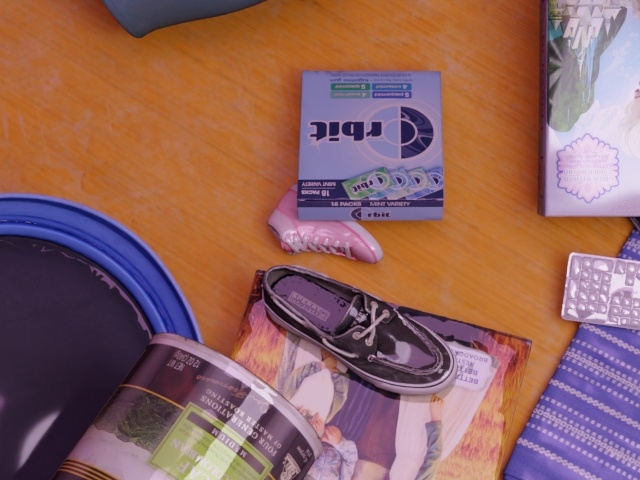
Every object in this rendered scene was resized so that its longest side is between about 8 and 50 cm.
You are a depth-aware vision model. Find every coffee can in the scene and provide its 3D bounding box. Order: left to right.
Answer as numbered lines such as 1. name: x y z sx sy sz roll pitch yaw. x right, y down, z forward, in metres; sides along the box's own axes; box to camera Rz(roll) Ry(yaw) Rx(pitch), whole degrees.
1. coffee can: -0.154 0.254 1.524 0.201 0.201 0.275 30 68 11

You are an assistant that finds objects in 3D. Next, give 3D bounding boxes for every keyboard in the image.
1. keyboard: 0.385 0.065 1.711 0.256 0.014 0.072 8 91 6

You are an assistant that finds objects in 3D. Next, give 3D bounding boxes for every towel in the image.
1. towel: 0.368 0.169 1.709 0.243 0.040 0.336 28 71 12

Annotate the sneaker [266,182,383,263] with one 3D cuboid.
1. sneaker: 0.000 0.000 1.765 0.134 0.051 0.070 36 71 20

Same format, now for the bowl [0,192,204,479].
1. bowl: -0.310 0.147 1.650 0.391 0.077 0.391 4 76 -17

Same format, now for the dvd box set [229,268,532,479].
1. dvd box set: 0.020 0.263 1.666 0.307 0.062 0.420 15 71 7

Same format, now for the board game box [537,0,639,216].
1. board game box: 0.389 -0.183 1.711 0.319 0.066 0.318 -1 94 0

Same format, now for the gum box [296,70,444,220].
1. gum box: 0.055 -0.105 1.780 0.157 0.041 0.184 0 53 1

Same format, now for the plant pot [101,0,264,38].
1. plant pot: -0.143 -0.361 1.797 0.255 0.271 0.271 -29 72 6

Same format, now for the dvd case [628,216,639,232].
1. dvd case: 0.436 -0.065 1.780 0.221 0.018 0.164 -29 67 -13

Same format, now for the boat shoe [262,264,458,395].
1. boat shoe: 0.037 0.090 1.658 0.219 0.070 0.078 24 73 10
